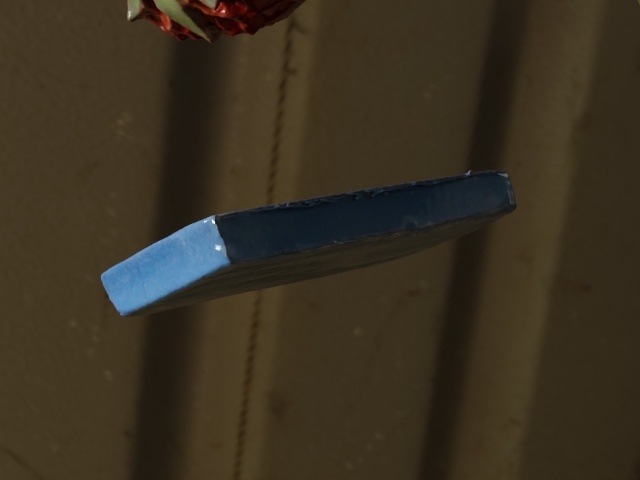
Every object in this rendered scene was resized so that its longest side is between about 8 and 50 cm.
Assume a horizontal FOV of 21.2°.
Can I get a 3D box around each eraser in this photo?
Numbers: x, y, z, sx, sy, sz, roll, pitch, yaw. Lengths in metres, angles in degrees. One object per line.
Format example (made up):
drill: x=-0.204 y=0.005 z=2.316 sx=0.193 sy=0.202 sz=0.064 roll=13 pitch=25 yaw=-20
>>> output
eraser: x=0.000 y=0.000 z=1.287 sx=0.312 sy=0.144 sz=0.043 roll=-10 pitch=-100 yaw=-44

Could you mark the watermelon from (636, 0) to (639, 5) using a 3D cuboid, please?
watermelon: x=0.309 y=-0.198 z=1.245 sx=0.063 sy=0.245 sz=0.119 roll=11 pitch=-97 yaw=-27

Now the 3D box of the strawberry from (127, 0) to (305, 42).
strawberry: x=-0.045 y=-0.264 z=1.218 sx=0.244 sy=0.205 sz=0.205 roll=-35 pitch=-53 yaw=-35
